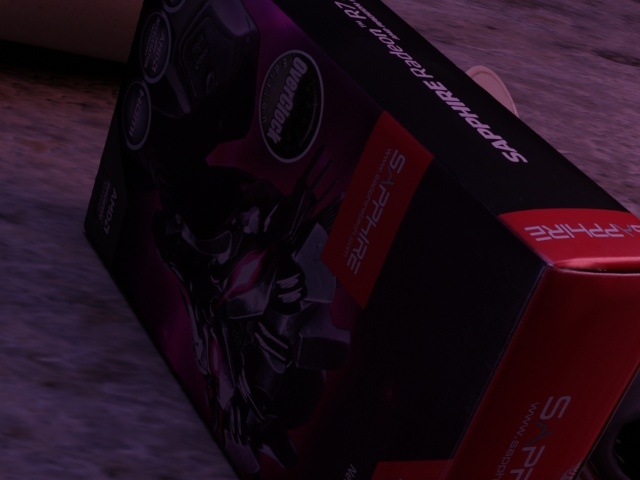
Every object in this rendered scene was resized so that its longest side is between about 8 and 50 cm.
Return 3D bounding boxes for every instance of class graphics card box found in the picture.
[{"bbox_3d":[0.000,0.000,0.665,0.094,0.233,0.371,-1,36,-34],"label":"graphics card box"}]

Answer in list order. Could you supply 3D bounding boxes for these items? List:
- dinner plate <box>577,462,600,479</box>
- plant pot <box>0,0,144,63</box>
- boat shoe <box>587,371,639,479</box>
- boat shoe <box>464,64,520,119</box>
[{"bbox_3d":[0.103,0.135,0.724,0.141,0.017,0.141,16,30,-9],"label":"dinner plate"},{"bbox_3d":[-0.165,-0.274,0.987,0.305,0.334,0.334,15,27,-32],"label":"plant pot"},{"bbox_3d":[0.307,0.148,0.655,0.355,0.132,0.130,11,13,17],"label":"boat shoe"},{"bbox_3d":[0.053,-0.044,0.948,0.112,0.095,0.335,59,37,-4],"label":"boat shoe"}]
